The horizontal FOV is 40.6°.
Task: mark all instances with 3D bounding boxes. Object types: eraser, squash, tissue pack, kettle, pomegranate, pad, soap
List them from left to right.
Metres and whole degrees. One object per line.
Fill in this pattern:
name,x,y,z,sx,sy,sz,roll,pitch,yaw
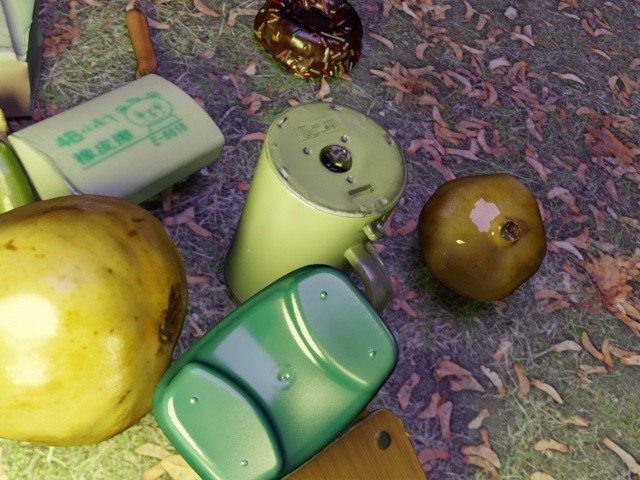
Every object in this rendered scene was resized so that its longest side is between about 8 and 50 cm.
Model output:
soap,-0.610,-0.411,1.455,0.261,0.156,0.446,-10,59,-27
squash,-0.441,-0.034,1.259,0.066,0.066,0.252,-21,96,-32
pomegranate,-0.327,0.091,1.082,0.333,0.332,0.332,10,52,-14
eraser,-0.313,-0.141,1.345,0.189,0.104,0.290,38,48,18
tissue pack,-0.055,0.171,1.064,0.287,0.206,0.198,-40,86,-13
kettle,0.004,-0.012,1.286,0.265,0.318,0.205,31,50,2
pad,0.046,0.398,1.104,0.284,0.018,0.286,-29,99,-31
pomegranate,0.271,-0.005,1.458,0.233,0.233,0.233,10,52,-14

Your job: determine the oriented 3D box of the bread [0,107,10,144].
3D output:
bread,-0.571,-0.088,1.260,0.266,0.142,0.178,-28,109,-36

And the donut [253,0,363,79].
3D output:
donut,-0.015,-0.429,1.740,0.235,0.089,0.235,11,50,-14

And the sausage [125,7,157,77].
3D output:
sausage,-0.328,-0.361,1.595,0.040,0.047,0.176,-13,59,-10

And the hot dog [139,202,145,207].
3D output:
hot dog,-0.355,-0.093,1.387,0.165,0.045,0.071,25,47,-2

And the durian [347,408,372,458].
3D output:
durian,-0.002,0.233,1.245,0.260,0.154,0.186,41,26,2
